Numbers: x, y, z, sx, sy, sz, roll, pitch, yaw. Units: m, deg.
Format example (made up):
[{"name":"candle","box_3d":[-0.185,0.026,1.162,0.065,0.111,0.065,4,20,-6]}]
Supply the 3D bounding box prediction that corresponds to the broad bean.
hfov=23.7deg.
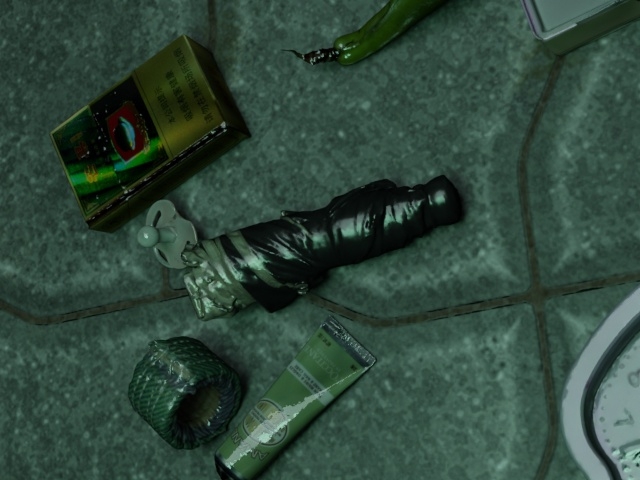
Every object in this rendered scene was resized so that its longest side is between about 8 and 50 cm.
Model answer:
[{"name":"broad bean","box_3d":[0.103,-0.292,1.831,0.318,0.098,0.056,-33,69,26]}]

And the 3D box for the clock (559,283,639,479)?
[{"name":"clock","box_3d":[0.421,0.182,1.557,0.338,0.102,0.338,-7,73,24]}]

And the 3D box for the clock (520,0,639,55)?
[{"name":"clock","box_3d":[0.294,-0.330,1.773,0.147,0.071,0.192,-25,67,19]}]

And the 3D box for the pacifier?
[{"name":"pacifier","box_3d":[-0.202,-0.003,1.939,0.099,0.078,0.081,42,119,28]}]

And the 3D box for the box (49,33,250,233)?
[{"name":"box","box_3d":[-0.225,-0.136,1.988,0.240,0.071,0.159,-34,66,16]}]

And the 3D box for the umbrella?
[{"name":"umbrella","box_3d":[0.002,0.006,1.834,0.357,0.106,0.113,-19,78,14]}]

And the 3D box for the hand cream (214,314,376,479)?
[{"name":"hand cream","box_3d":[-0.042,0.200,1.819,0.235,0.055,0.086,-47,64,1]}]

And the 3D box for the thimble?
[{"name":"thimble","box_3d":[-0.165,0.183,1.835,0.090,0.135,0.118,35,95,30]}]
